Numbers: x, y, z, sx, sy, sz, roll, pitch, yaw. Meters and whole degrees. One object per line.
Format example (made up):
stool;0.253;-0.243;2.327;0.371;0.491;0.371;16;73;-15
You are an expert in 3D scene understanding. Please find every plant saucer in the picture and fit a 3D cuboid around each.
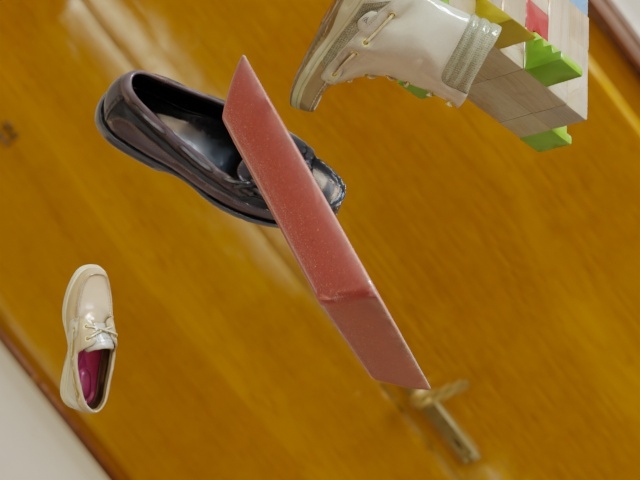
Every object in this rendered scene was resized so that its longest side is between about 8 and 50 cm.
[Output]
plant saucer;0.000;0.000;1.163;0.048;0.258;0.259;-29;-28;2

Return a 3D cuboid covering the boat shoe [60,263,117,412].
boat shoe;-0.254;0.113;1.479;0.063;0.170;0.059;-4;14;-37

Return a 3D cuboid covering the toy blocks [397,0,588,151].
toy blocks;0.203;-0.302;1.549;0.191;0.381;0.260;-13;61;39

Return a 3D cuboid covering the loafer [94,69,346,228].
loafer;-0.102;-0.101;1.467;0.095;0.303;0.109;-42;28;60

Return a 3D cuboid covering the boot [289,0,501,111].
boot;0.071;-0.178;1.335;0.213;0.165;0.077;-55;12;48
